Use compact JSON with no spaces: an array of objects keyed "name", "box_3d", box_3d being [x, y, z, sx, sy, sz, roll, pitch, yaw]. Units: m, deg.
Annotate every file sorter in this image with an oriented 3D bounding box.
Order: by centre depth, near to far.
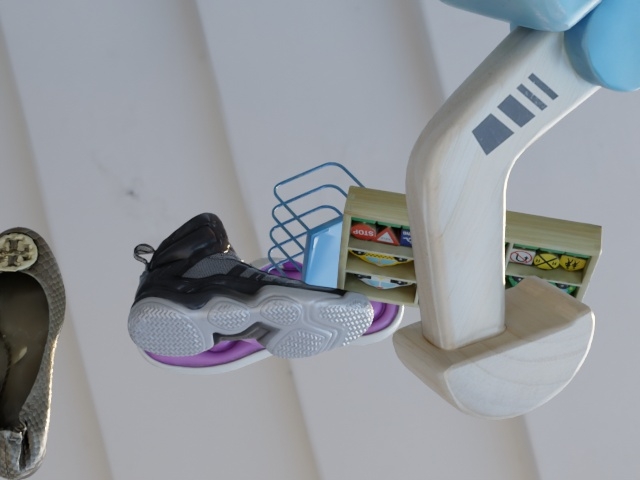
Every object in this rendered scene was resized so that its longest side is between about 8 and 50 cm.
[{"name":"file sorter","box_3d":[0.000,0.000,1.704,0.118,0.104,0.170,-24,143,-27]}]

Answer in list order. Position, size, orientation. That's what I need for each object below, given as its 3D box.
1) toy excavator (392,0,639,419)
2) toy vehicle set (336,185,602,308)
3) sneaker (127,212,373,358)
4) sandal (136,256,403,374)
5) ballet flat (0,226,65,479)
[{"name":"toy excavator","box_3d":[0.158,-0.154,0.895,0.445,0.433,0.222,-40,-150,-7]},{"name":"toy vehicle set","box_3d":[0.153,0.022,1.403,0.266,0.035,0.166,9,147,5]},{"name":"sneaker","box_3d":[-0.080,0.044,1.446,0.268,0.153,0.101,-1,139,-10]},{"name":"sandal","box_3d":[-0.078,0.094,1.982,0.416,0.169,0.102,-9,158,-8]},{"name":"ballet flat","box_3d":[-0.286,0.098,1.216,0.084,0.250,0.058,-4,157,3]}]
